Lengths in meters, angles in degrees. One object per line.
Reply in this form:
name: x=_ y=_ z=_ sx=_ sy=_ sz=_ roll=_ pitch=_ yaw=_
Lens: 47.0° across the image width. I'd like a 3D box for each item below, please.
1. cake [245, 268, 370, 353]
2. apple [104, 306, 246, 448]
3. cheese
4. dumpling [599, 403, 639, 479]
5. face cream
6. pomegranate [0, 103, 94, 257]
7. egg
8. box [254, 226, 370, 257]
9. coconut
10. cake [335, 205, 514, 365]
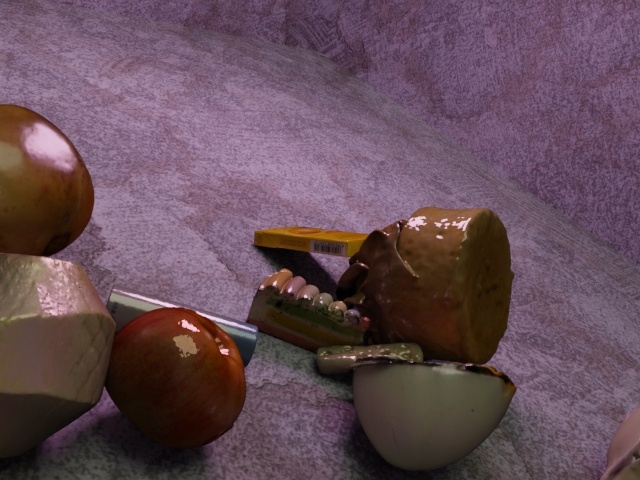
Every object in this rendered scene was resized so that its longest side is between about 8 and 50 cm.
cake: x=-0.020 y=0.141 z=1.396 sx=0.225 sy=0.109 sz=0.090 roll=23 pitch=24 yaw=-5
apple: x=-0.196 y=0.188 z=1.030 sx=0.209 sy=0.164 sz=0.209 roll=48 pitch=-2 yaw=2
cheese: x=0.090 y=0.216 z=1.345 sx=0.194 sy=0.043 sz=0.065 roll=-2 pitch=17 yaw=4
dumpling: x=0.701 y=0.439 z=1.370 sx=0.395 sy=0.233 sz=0.315 roll=-18 pitch=50 yaw=-38
face cream: x=-0.233 y=0.144 z=1.224 sx=0.250 sy=0.077 sz=0.077 roll=19 pitch=25 yaw=-14
pomegranate: x=-0.516 y=-0.081 z=1.188 sx=0.307 sy=0.307 sz=0.307 roll=21 pitch=25 yaw=-10
egg: x=0.180 y=0.289 z=1.218 sx=0.264 sy=0.174 sz=0.286 roll=-6 pitch=-16 yaw=36
box: x=0.000 y=0.000 z=1.631 sx=0.269 sy=0.043 sz=0.152 roll=8 pitch=8 yaw=39
coconut: x=-0.387 y=0.143 z=0.910 sx=0.259 sy=0.259 sz=0.259 roll=21 pitch=25 yaw=-10
cake: x=0.193 y=0.087 z=1.492 sx=0.321 sy=0.332 sz=0.332 roll=2 pitch=11 yaw=31
